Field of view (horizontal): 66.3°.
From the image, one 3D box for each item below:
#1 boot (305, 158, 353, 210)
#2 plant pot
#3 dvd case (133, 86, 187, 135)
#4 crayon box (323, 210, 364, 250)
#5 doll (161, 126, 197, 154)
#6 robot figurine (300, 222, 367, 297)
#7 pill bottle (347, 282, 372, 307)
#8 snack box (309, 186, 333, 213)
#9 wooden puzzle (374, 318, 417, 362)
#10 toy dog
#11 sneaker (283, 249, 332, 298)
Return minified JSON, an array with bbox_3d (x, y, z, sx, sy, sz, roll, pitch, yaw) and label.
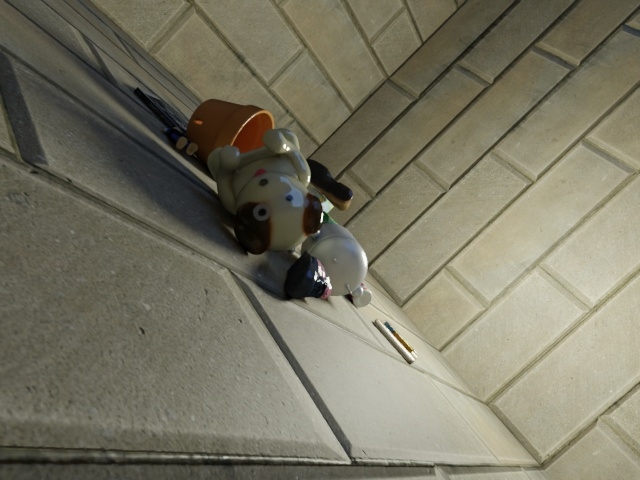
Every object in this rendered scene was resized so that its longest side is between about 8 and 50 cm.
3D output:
[{"bbox_3d":[0.014,-0.244,2.196,0.305,0.112,0.115,43,-24,18],"label":"boot"},{"bbox_3d":[-0.323,-0.357,1.695,0.203,0.291,0.291,31,2,12],"label":"plant pot"},{"bbox_3d":[-0.555,-0.449,1.787,0.239,0.029,0.179,45,6,-4],"label":"dvd case"},{"bbox_3d":[0.053,0.015,2.249,0.278,0.165,0.081,42,8,-33],"label":"crayon box"},{"bbox_3d":[-0.449,-0.324,1.577,0.129,0.046,0.189,30,8,-38],"label":"doll"},{"bbox_3d":[0.042,0.061,1.641,0.300,0.200,0.353,51,4,-18],"label":"robot figurine"},{"bbox_3d":[0.144,0.199,2.005,0.086,0.086,0.152,42,7,-35],"label":"pill bottle"},{"bbox_3d":[-0.056,-0.129,2.258,0.070,0.207,0.174,47,6,23],"label":"snack box"},{"bbox_3d":[0.324,0.409,2.042,0.221,0.044,0.239,48,6,17],"label":"wooden puzzle"},{"bbox_3d":[-0.150,-0.105,1.349,0.408,0.285,0.395,-125,-154,-68],"label":"toy dog"},{"bbox_3d":[-0.017,0.110,1.314,0.131,0.112,0.319,42,7,-6],"label":"sneaker"}]
